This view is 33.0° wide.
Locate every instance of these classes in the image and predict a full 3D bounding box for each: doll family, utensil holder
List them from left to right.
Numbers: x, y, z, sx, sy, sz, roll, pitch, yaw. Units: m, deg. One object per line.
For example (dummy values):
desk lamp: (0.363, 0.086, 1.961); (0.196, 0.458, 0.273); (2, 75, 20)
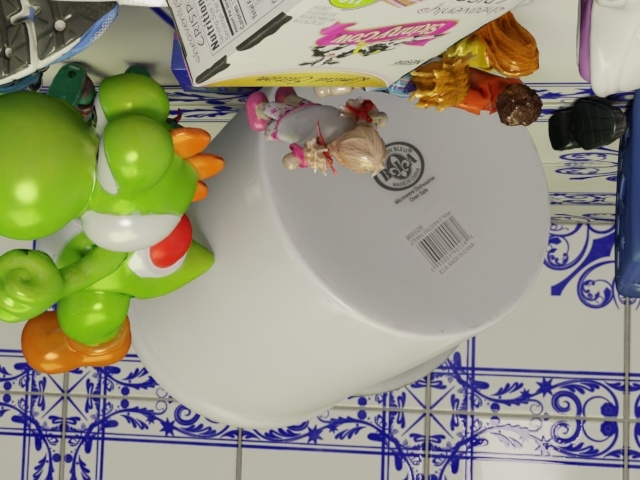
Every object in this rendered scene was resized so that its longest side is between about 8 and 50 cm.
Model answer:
utensil holder: (0.000, 0.000, 1.117); (0.327, 0.328, 0.385); (4, 159, -25)
doll family: (0.072, -0.136, 0.844); (0.262, 0.118, 0.163); (-20, -149, -34)

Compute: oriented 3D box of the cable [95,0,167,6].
cable: (-0.174, -0.198, 0.540); (0.257, 0.089, 0.257); (2, 175, -3)

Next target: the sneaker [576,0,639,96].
sneaker: (0.238, -0.159, 0.680); (0.152, 0.114, 0.305); (2, 176, 12)

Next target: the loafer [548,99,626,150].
loafer: (0.335, -0.142, 1.313); (0.061, 0.062, 0.170); (-8, -174, -10)

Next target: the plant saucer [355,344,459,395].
plant saucer: (0.009, 0.031, 1.429); (0.400, 0.401, 0.100); (3, 150, -15)

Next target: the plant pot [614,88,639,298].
plant pot: (0.457, -0.058, 1.229); (0.235, 0.236, 0.212); (1, 170, 16)

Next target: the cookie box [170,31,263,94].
cookie box: (-0.098, -0.177, 1.087); (0.091, 0.040, 0.107); (2, 176, -1)

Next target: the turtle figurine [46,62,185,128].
turtle figurine: (-0.233, -0.130, 1.281); (0.175, 0.118, 0.234); (-15, 159, -2)

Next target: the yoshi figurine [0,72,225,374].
yoshi figurine: (-0.216, -0.021, 0.894); (0.203, 0.203, 0.362); (-39, 170, -29)

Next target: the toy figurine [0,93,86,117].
toy figurine: (-0.361, -0.103, 1.401); (0.173, 0.159, 0.130); (6, 174, -39)

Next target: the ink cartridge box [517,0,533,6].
ink cartridge box: (0.015, -0.196, 0.709); (0.189, 0.066, 0.232); (0, 179, 30)

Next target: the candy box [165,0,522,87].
candy box: (0.052, -0.154, 0.536); (0.159, 0.071, 0.233); (-8, 167, -44)

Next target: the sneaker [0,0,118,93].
sneaker: (-0.257, -0.176, 0.824); (0.330, 0.130, 0.147); (2, -169, 42)
